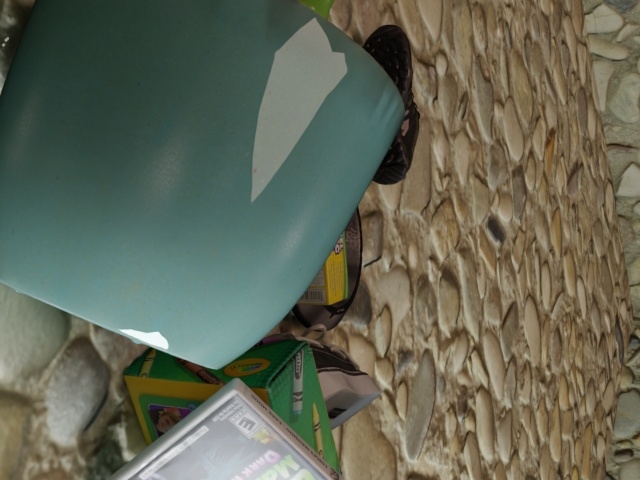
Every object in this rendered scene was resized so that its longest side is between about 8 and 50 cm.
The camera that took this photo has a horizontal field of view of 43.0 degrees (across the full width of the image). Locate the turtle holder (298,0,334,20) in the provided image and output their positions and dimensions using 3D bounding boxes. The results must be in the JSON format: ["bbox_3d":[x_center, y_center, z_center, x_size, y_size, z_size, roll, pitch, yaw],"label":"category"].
[{"bbox_3d":[-0.061,-0.356,0.795,0.227,0.243,0.320,-56,177,-24],"label":"turtle holder"}]

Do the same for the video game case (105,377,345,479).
[{"bbox_3d":[-0.081,0.231,0.700,0.173,0.190,0.022,46,16,-14],"label":"video game case"}]

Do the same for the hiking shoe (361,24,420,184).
[{"bbox_3d":[0.100,-0.197,1.190,0.114,0.086,0.227,-24,116,-72],"label":"hiking shoe"}]

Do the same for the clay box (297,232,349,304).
[{"bbox_3d":[-0.041,-0.044,0.879,0.053,0.127,0.222,-12,100,-60],"label":"clay box"}]

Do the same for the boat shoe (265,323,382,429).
[{"bbox_3d":[-0.012,0.164,0.944,0.105,0.113,0.306,56,7,18],"label":"boat shoe"}]

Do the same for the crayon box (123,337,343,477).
[{"bbox_3d":[-0.068,0.231,0.787,0.081,0.165,0.278,-41,124,-53],"label":"crayon box"}]

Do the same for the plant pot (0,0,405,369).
[{"bbox_3d":[-0.115,-0.043,0.618,0.293,0.293,0.235,35,75,-54],"label":"plant pot"}]

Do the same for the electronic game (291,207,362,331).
[{"bbox_3d":[0.000,0.000,1.025,0.229,0.048,0.229,-3,90,-66],"label":"electronic game"}]
